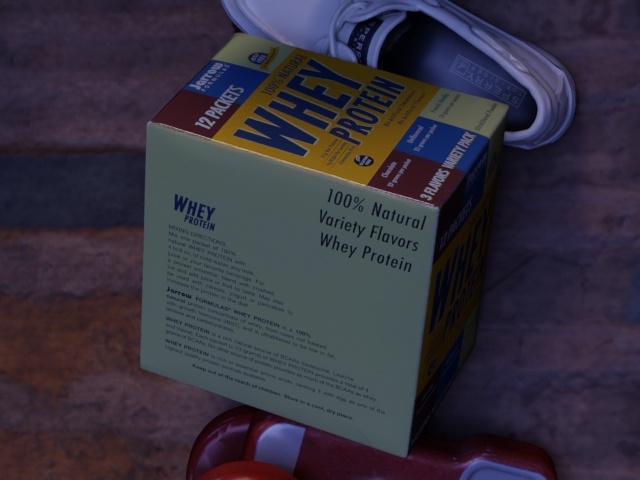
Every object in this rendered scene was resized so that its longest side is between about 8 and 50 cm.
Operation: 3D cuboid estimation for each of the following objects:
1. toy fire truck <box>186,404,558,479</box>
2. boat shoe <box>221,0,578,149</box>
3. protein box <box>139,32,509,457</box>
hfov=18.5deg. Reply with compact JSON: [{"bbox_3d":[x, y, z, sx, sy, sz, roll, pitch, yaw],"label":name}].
[{"bbox_3d":[0.012,0.262,1.351,0.254,0.169,0.302,14,101,-2],"label":"toy fire truck"},{"bbox_3d":[0.043,-0.132,1.326,0.267,0.088,0.096,30,104,13],"label":"boat shoe"},{"bbox_3d":[0.000,0.000,1.291,0.199,0.136,0.201,17,127,16],"label":"protein box"}]
